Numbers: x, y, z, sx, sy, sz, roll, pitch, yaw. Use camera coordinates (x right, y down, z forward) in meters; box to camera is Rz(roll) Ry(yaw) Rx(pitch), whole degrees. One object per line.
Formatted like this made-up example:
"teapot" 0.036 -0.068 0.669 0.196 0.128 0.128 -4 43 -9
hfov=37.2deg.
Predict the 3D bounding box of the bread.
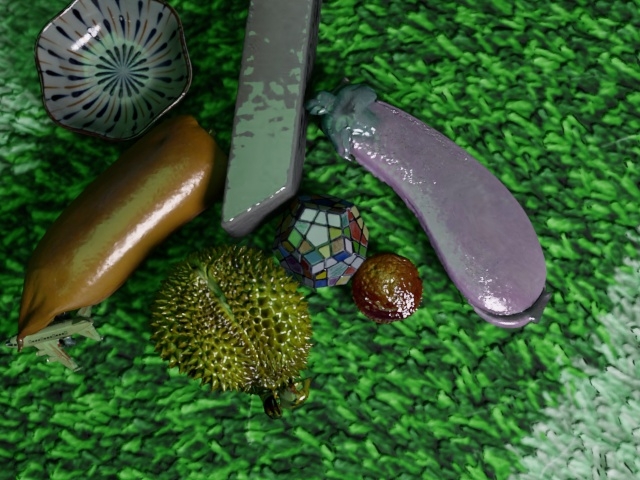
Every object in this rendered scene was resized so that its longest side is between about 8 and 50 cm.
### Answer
"bread" 0.076 0.054 1.078 0.085 0.053 0.085 0 83 4

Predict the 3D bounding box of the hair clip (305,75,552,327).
"hair clip" 0.133 -0.049 1.082 0.358 0.110 0.095 42 127 3

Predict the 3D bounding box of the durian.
"durian" -0.088 0.087 1.042 0.198 0.146 0.159 26 93 -12

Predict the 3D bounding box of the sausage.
"sausage" -0.237 -0.008 1.071 0.112 0.112 0.328 44 82 7

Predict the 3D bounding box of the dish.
"dish" -0.239 -0.202 1.124 0.190 0.066 0.191 0 85 3

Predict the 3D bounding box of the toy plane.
"toy plane" -0.310 0.106 1.103 0.111 0.040 0.102 -16 78 3

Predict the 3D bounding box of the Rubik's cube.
"Rubik's cube" 0.000 0.000 1.070 0.111 0.093 0.111 0 84 2

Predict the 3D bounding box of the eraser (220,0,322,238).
"eraser" -0.049 -0.176 1.086 0.077 0.111 0.353 7 83 2
